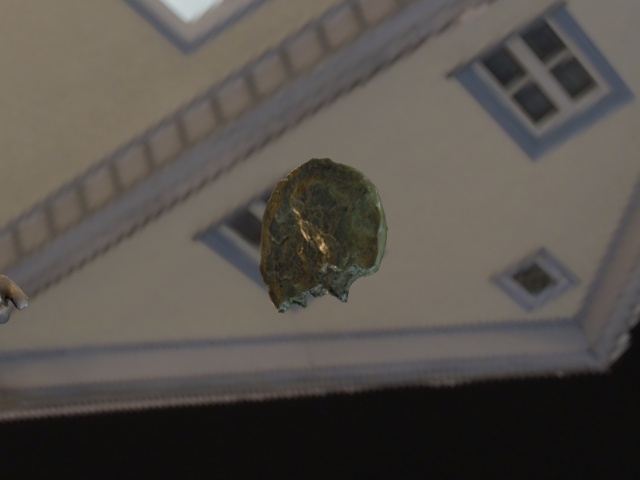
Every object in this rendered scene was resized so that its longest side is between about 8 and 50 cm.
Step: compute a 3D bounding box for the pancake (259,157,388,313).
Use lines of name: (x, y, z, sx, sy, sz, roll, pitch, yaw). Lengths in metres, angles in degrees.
pancake: (-0.002, -0.006, 1.366, 0.129, 0.022, 0.116, -12, -104, 40)

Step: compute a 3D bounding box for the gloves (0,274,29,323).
gloves: (-0.219, 0.036, 1.174, 0.081, 0.044, 0.037, -168, -109, -77)
